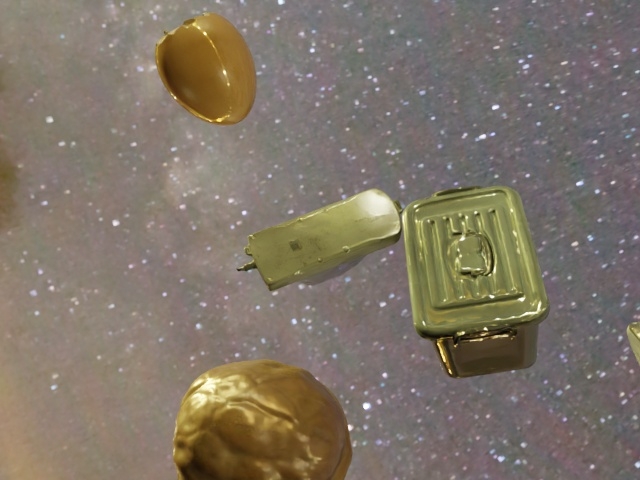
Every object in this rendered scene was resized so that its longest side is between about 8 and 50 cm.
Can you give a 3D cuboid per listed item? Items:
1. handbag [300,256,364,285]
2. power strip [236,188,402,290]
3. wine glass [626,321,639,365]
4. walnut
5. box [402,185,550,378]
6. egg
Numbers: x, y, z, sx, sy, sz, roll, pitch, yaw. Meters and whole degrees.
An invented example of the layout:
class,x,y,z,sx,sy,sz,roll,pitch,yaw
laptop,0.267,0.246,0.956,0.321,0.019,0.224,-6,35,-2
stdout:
class,x,y,z,sx,sy,sz,roll,pitch,yaw
handbag,0.013,0.025,1.454,0.191,0.332,0.075,-34,-106,11
power strip,0.000,0.000,0.937,0.029,0.226,0.080,83,-16,-60
wine glass,0.385,0.079,0.644,0.204,0.111,0.111,-26,-94,12
walnut,-0.087,0.312,1.105,0.285,0.285,0.296,41,-27,31
box,0.202,0.059,0.957,0.135,0.163,0.243,69,14,-45
egg,-0.094,-0.143,0.623,0.080,0.080,0.096,-6,-64,52
